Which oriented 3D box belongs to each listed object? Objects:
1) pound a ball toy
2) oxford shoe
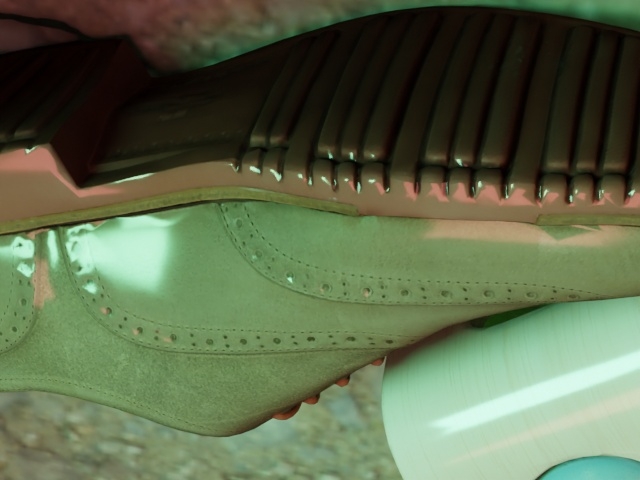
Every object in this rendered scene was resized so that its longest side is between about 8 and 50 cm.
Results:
[{"bbox_3d":[0.210,0.060,0.527,0.319,0.136,0.208,-22,121,24],"label":"pound a ball toy"},{"bbox_3d":[0.000,0.000,0.520,0.348,0.123,0.130,1,121,21],"label":"oxford shoe"}]
